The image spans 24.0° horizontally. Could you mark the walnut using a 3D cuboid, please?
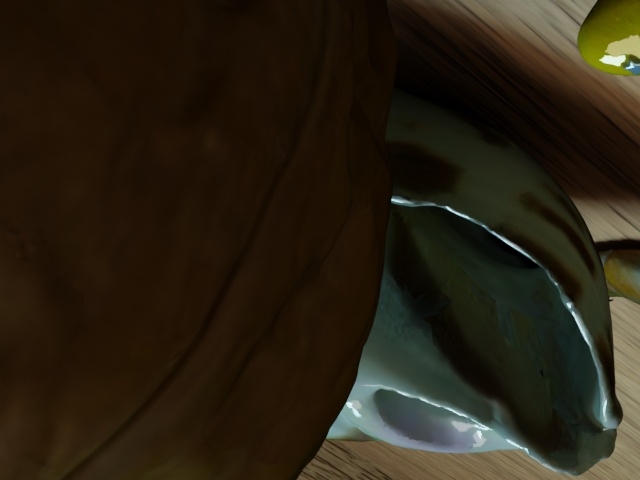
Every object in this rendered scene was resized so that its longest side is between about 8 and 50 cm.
[{"bbox_3d":[-0.134,-0.046,0.603,0.308,0.397,0.354,-26,132,28],"label":"walnut"}]

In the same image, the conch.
[{"bbox_3d":[0.004,-0.004,0.853,0.368,0.197,0.249,24,142,1],"label":"conch"}]

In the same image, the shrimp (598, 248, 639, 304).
[{"bbox_3d":[0.235,0.058,0.944,0.161,0.049,0.166,40,165,-35],"label":"shrimp"}]

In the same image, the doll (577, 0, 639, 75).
[{"bbox_3d":[0.118,-0.111,0.487,0.113,0.071,0.135,49,159,-6],"label":"doll"}]
